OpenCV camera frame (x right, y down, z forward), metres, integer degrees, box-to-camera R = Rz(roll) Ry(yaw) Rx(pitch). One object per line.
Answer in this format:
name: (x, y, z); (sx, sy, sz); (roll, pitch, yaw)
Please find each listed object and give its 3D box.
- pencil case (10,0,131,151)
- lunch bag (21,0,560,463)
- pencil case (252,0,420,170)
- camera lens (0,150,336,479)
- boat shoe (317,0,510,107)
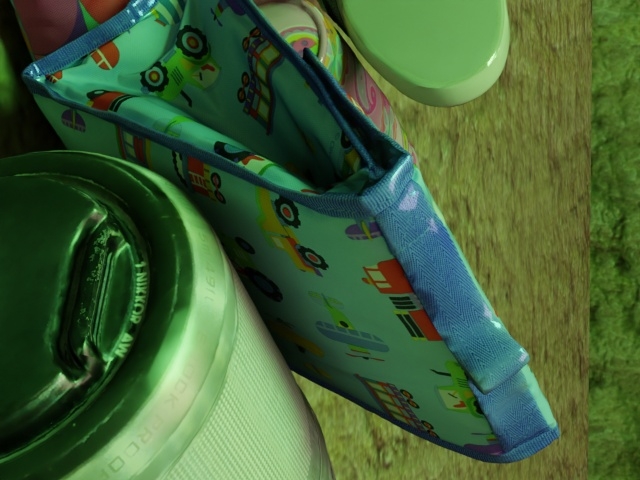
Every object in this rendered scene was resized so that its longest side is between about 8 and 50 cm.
pencil case: (-0.130, -0.140, 0.813); (0.104, 0.104, 0.236); (-66, 149, -44)
lunch bag: (0.000, 0.000, 0.723); (0.138, 0.293, 0.221); (-40, 133, -11)
pencil case: (-0.008, -0.098, 1.113); (0.284, 0.124, 0.124); (41, 54, -63)
camera lens: (-0.119, 0.106, 0.696); (0.274, 0.219, 0.219); (66, 33, -49)
boat shoe: (0.064, -0.202, 1.108); (0.158, 0.127, 0.340); (67, 0, -54)
